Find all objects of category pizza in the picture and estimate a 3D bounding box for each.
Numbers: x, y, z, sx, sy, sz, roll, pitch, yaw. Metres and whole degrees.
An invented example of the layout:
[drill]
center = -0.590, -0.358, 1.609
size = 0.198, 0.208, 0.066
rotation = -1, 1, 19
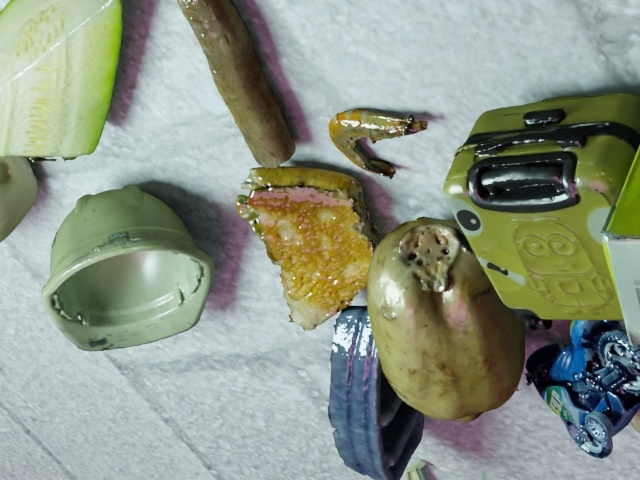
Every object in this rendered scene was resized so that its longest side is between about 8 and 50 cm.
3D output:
[pizza]
center = 0.000, 0.000, 1.694
size = 0.147, 0.069, 0.226
rotation = -10, 128, 21

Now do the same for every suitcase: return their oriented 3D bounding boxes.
[suitcase]
center = 0.243, -0.030, 1.422
size = 0.194, 0.143, 0.235
rotation = -2, 135, 37

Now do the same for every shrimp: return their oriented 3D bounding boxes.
[shrimp]
center = 0.066, -0.101, 1.557
size = 0.127, 0.025, 0.091
rotation = -4, 133, 44

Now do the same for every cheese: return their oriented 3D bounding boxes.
[cheese]
center = -0.464, -0.073, 1.881
size = 0.218, 0.117, 0.235
rotation = 31, 141, 1

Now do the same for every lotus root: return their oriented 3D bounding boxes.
[lotus root]
center = 0.137, 0.098, 1.644
size = 0.160, 0.146, 0.284
rotation = 3, 138, 18

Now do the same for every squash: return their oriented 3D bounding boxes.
[squash]
center = -0.320, -0.204, 1.617
size = 0.203, 0.111, 0.289
rotation = -1, 150, -12

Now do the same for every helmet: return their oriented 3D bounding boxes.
[helmet]
center = -0.237, 0.014, 1.816
size = 0.204, 0.137, 0.257
rotation = -11, 153, -10

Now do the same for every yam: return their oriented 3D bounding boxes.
[yam]
center = -0.083, -0.170, 1.557
size = 0.057, 0.057, 0.241
rotation = 5, 139, 30

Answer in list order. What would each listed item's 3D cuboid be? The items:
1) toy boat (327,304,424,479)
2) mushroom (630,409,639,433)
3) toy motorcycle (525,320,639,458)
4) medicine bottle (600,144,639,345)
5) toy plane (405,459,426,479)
[toy boat]
center = 0.070, 0.175, 1.807
size = 0.078, 0.127, 0.283
rotation = 17, 141, 25
[mushroom]
center = 0.377, 0.193, 1.666
size = 0.083, 0.067, 0.083
rotation = 13, 142, 11
[toy motorcycle]
center = 0.286, 0.143, 1.621
size = 0.135, 0.092, 0.254
rotation = 49, 156, 19
[medicine bottle]
center = 0.335, -0.042, 1.254
size = 0.137, 0.250, 0.141
rotation = 6, 141, 27
[toy plane]
center = 0.173, 0.407, 2.052
size = 0.242, 0.104, 0.256
rotation = 50, 135, -4
